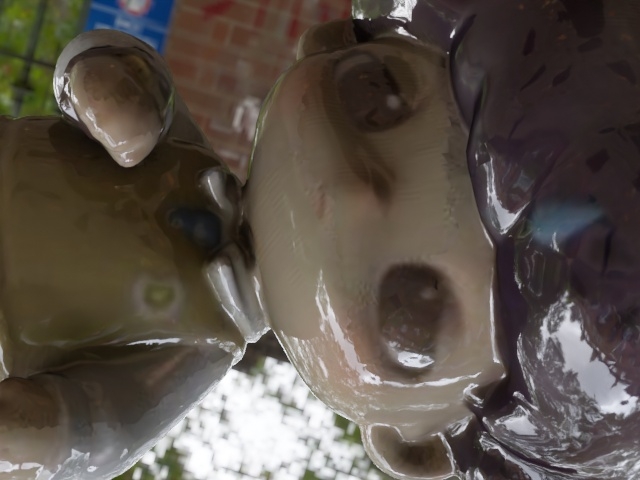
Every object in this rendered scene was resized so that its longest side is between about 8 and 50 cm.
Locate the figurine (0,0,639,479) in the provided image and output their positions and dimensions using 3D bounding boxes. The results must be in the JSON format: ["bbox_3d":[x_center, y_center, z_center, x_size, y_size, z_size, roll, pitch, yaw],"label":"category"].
[{"bbox_3d":[-0.002,-0.012,0.527,0.365,0.206,0.218,1,-128,-19],"label":"figurine"}]
